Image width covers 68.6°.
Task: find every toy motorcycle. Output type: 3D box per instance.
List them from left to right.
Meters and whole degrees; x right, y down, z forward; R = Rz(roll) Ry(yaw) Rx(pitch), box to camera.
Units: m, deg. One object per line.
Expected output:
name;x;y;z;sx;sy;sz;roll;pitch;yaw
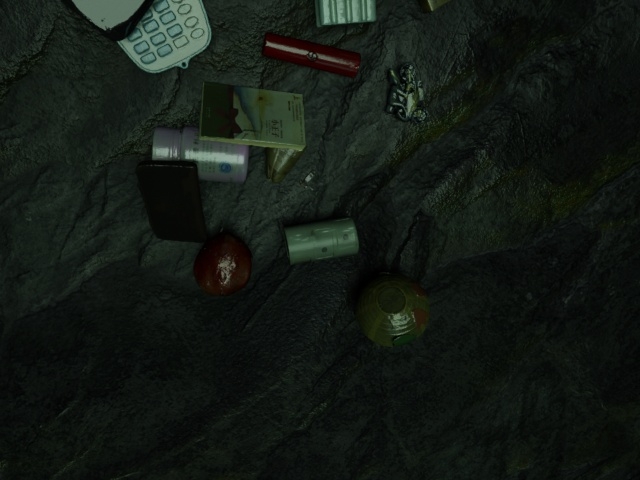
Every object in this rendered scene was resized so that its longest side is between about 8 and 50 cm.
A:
toy motorcycle;0.252;-0.433;1.426;0.124;0.061;0.193;-23;114;0

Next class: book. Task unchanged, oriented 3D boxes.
book;-0.189;-0.349;1.317;0.290;0.201;0.026;2;153;-13

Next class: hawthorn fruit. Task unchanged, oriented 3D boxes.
hawthorn fruit;-0.296;0.055;1.430;0.182;0.181;0.234;0;109;-12

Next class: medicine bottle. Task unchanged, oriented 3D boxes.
medicine bottle;-0.334;-0.244;1.324;0.255;0.152;0.151;3;109;-14

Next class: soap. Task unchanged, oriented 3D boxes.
soap;0.060;-0.725;1.265;0.160;0.087;0.265;-9;112;-9

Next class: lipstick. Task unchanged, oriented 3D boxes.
lipstick;-0.023;-0.525;1.330;0.280;0.073;0.073;7;108;-15

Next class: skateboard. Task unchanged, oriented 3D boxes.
skateboard;-0.031;-0.184;1.445;0.032;0.083;0.064;41;96;-21

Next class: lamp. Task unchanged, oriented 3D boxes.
lamp;0.243;0.246;1.589;0.251;0.250;0.284;-21;153;-3

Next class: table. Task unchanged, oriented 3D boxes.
table;0.000;0.000;1.496;0.220;0.126;0.126;-9;111;-7

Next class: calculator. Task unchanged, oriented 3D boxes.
calculator;-0.450;-0.630;1.214;0.256;0.054;0.386;-27;114;-1

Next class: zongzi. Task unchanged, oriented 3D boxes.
zongzi;-0.150;-0.274;1.397;0.176;0.078;0.160;35;100;-11

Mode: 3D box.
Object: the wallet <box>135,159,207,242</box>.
wallet;-0.417;-0.104;1.339;0.166;0.042;0.309;4;139;-1

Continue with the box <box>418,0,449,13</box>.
box;0.372;-0.774;1.321;0.240;0.071;0.159;-32;110;1

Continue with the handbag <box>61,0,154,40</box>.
handbag;-0.469;-0.663;1.127;0.192;0.075;0.332;37;98;-23
